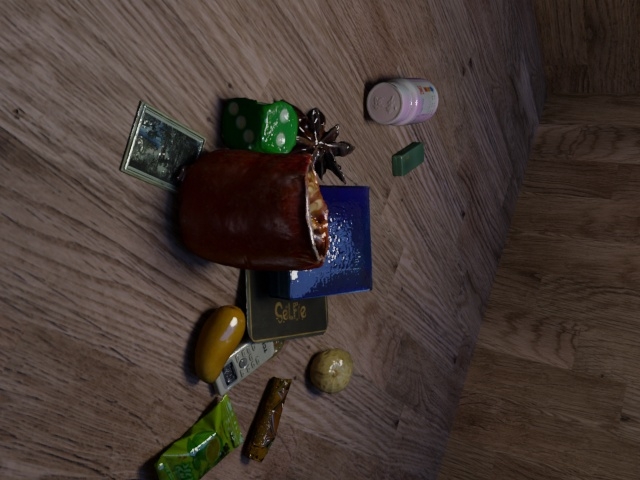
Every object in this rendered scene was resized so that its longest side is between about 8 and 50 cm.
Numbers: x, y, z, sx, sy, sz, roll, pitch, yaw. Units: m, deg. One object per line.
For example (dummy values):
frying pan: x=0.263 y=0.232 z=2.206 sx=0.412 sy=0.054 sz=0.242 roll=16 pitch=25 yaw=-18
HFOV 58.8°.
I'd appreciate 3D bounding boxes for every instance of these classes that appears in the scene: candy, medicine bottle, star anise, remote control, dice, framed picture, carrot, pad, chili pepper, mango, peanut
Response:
candy: x=-0.277 y=0.484 z=1.305 sx=0.246 sy=0.069 sz=0.148 roll=-34 pitch=121 yaw=-42
medicine bottle: x=0.261 y=-0.440 z=1.806 sx=0.255 sy=0.152 sz=0.151 roll=-23 pitch=118 yaw=-52
star anise: x=-0.029 y=-0.242 z=1.448 sx=0.283 sy=0.129 sz=0.212 roll=-4 pitch=96 yaw=-48
remote control: x=-0.190 y=0.293 z=1.397 sx=0.190 sy=0.029 sz=0.087 roll=-33 pitch=121 yaw=-40
dice: x=-0.134 y=-0.253 z=1.267 sx=0.131 sy=0.129 sz=0.120 roll=-8 pitch=107 yaw=-58
framed picture: x=-0.306 y=-0.175 z=1.132 sx=0.183 sy=0.011 sz=0.141 roll=26 pitch=77 yaw=-57
carrot: x=-0.139 y=0.474 z=1.525 sx=0.069 sy=0.069 sz=0.228 roll=42 pitch=63 yaw=-53
pad: x=-0.055 y=0.171 z=1.505 sx=0.375 sy=0.063 sz=0.314 roll=5 pitch=81 yaw=-57
chili pepper: x=-0.114 y=-0.063 z=1.184 sx=0.229 sy=0.306 sz=0.251 roll=21 pitch=73 yaw=-66
mango: x=-0.235 y=0.233 z=1.291 sx=0.102 sy=0.085 sz=0.184 roll=36 pitch=79 yaw=-57
peanut: x=0.036 y=0.396 z=1.724 sx=0.159 sy=0.109 sz=0.140 roll=26 pitch=76 yaw=-58

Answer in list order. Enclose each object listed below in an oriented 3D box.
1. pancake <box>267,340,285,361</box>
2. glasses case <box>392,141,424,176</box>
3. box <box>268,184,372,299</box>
pancake: x=-0.136 y=0.250 z=1.496 sx=0.152 sy=0.025 sz=0.151 roll=-21 pitch=115 yaw=-53
glasses case: x=0.315 y=-0.292 z=2.031 sx=0.184 sy=0.040 sz=0.077 roll=-36 pitch=128 yaw=-47
box: x=0.000 y=0.000 z=1.446 sx=0.262 sy=0.116 sz=0.278 roll=-3 pitch=93 yaw=-37
